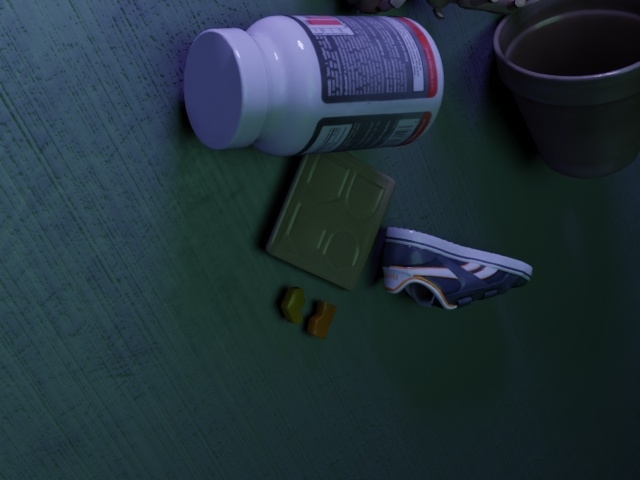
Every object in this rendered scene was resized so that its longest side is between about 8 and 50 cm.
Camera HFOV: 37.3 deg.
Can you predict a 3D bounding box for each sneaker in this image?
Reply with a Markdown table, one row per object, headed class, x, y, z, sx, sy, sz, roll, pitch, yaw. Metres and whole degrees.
| class | x | y | z | sx | sy | sz | roll | pitch | yaw |
| --- | --- | --- | --- | --- | --- | --- | --- | --- | --- |
| sneaker | 0.246 | 0.068 | 1.747 | 0.321 | 0.126 | 0.127 | 13 | 86 | -27 |

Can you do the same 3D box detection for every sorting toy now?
| class | x | y | z | sx | sy | sz | roll | pitch | yaw |
| --- | --- | --- | --- | --- | --- | --- | --- | --- | --- |
| sorting toy | 0.000 | 0.000 | 1.608 | 0.229 | 0.041 | 0.307 | 27 | 82 | -41 |

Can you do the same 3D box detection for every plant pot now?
| class | x | y | z | sx | sy | sz | roll | pitch | yaw |
| --- | --- | --- | --- | --- | --- | --- | --- | --- | --- |
| plant pot | 0.503 | -0.282 | 1.786 | 0.323 | 0.323 | 0.280 | -41 | 136 | -24 |

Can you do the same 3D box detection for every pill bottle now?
| class | x | y | z | sx | sy | sz | roll | pitch | yaw |
| --- | --- | --- | --- | --- | --- | --- | --- | --- | --- |
| pill bottle | -0.008 | -0.237 | 1.446 | 0.363 | 0.210 | 0.210 | -9 | 103 | -35 |

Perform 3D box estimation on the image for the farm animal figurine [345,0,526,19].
| class | x | y | z | sx | sy | sz | roll | pitch | yaw |
| --- | --- | --- | --- | --- | --- | --- | --- | --- | --- |
| farm animal figurine | 0.166 | -0.472 | 1.560 | 0.327 | 0.172 | 0.330 | -33 | 105 | -8 |
